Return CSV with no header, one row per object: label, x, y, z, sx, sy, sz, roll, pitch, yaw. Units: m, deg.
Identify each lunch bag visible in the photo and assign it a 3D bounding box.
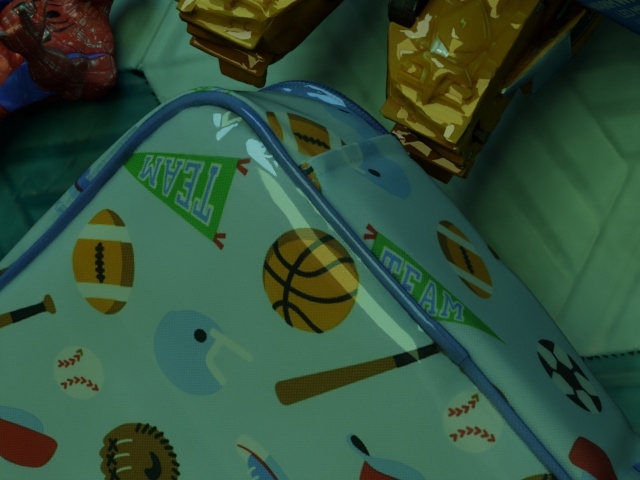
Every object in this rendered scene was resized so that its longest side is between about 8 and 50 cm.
lunch bag,-0.017,0.095,0.706,0.243,0.115,0.303,-44,79,23

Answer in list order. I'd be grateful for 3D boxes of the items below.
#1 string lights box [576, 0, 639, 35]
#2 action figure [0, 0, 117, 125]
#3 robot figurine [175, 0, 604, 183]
string lights box,0.173,-0.138,0.683,0.259,0.077,0.133,26,86,-12
action figure,-0.203,-0.060,0.839,0.280,0.139,0.091,-41,69,3
robot figurine,0.070,-0.182,0.775,0.211,0.085,0.291,28,76,15
